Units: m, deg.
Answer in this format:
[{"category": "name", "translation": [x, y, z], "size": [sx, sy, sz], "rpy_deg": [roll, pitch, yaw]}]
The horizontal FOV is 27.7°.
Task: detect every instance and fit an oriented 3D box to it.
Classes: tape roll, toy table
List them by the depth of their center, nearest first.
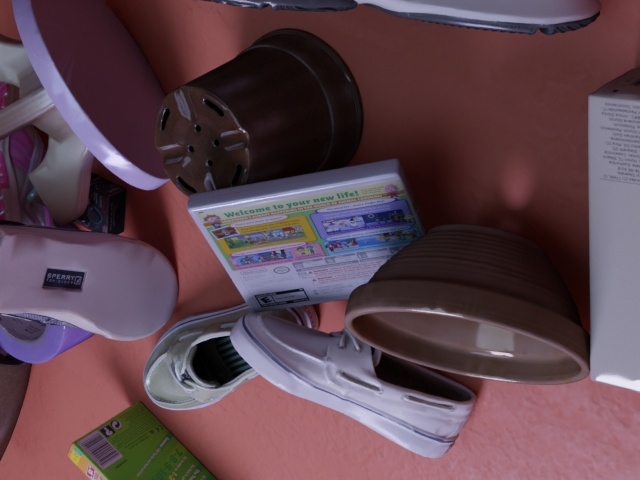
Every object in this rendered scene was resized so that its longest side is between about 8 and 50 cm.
[{"category": "toy table", "translation": [-0.296, -0.155, 1.459], "size": [0.161, 0.252, 0.274], "rpy_deg": [-28, 84, 27]}, {"category": "tape roll", "translation": [-0.376, 0.061, 1.713], "size": [0.189, 0.080, 0.189], "rpy_deg": [17, 120, 31]}]

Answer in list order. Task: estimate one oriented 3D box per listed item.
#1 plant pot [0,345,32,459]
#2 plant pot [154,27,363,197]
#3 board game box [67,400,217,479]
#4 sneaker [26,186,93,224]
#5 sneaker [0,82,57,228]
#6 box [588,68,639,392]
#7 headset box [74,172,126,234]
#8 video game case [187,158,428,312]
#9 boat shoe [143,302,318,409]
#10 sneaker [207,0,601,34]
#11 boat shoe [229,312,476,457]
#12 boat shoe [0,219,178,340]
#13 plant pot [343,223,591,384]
[{"category": "plant pot", "translation": [-0.500, 0.206, 1.813], "size": [0.215, 0.215, 0.230], "rpy_deg": [46, 118, 13]}, {"category": "plant pot", "translation": [-0.070, -0.117, 1.331], "size": [0.167, 0.165, 0.167], "rpy_deg": [17, 120, 32]}, {"category": "board game box", "translation": [-0.190, 0.326, 1.655], "size": [0.259, 0.124, 0.039], "rpy_deg": [40, 131, 18]}, {"category": "sneaker", "translation": [-0.304, -0.044, 1.555], "size": [0.038, 0.098, 0.069], "rpy_deg": [-43, 83, 26]}, {"category": "sneaker", "translation": [-0.383, -0.086, 1.624], "size": [0.103, 0.111, 0.252], "rpy_deg": [-19, 68, 37]}, {"category": "box", "translation": [0.302, -0.005, 1.134], "size": [0.113, 0.094, 0.275], "rpy_deg": [12, 117, 34]}, {"category": "headset box", "translation": [-0.277, -0.045, 1.618], "size": [0.083, 0.032, 0.062], "rpy_deg": [26, 124, 29]}, {"category": "video game case", "translation": [0.000, 0.000, 1.301], "size": [0.212, 0.023, 0.193], "rpy_deg": [-9, 143, 15]}, {"category": "boat shoe", "translation": [-0.130, 0.136, 1.541], "size": [0.302, 0.094, 0.109], "rpy_deg": [-32, 89, 42]}, {"category": "sneaker", "translation": [0.031, -0.332, 1.129], "size": [0.448, 0.169, 0.257], "rpy_deg": [7, 109, 12]}, {"category": "boat shoe", "translation": [0.037, 0.134, 1.371], "size": [0.267, 0.096, 0.088], "rpy_deg": [30, 113, -1]}, {"category": "boat shoe", "translation": [-0.321, 0.030, 1.504], "size": [0.158, 0.340, 0.127], "rpy_deg": [17, 88, 34]}, {"category": "plant pot", "translation": [0.147, 0.054, 1.241], "size": [0.237, 0.237, 0.109], "rpy_deg": [-1, 68, 39]}]
